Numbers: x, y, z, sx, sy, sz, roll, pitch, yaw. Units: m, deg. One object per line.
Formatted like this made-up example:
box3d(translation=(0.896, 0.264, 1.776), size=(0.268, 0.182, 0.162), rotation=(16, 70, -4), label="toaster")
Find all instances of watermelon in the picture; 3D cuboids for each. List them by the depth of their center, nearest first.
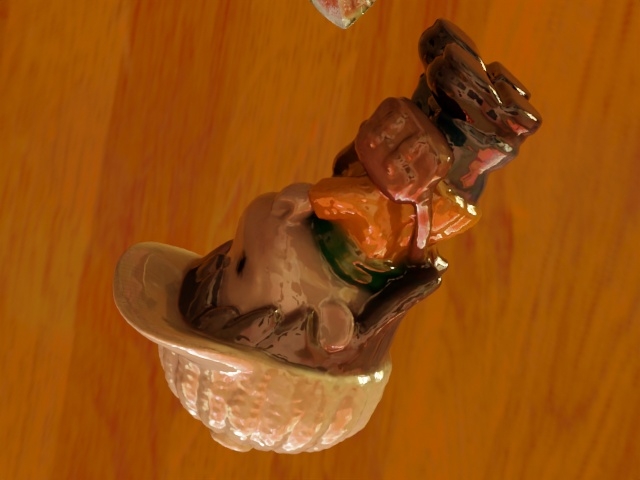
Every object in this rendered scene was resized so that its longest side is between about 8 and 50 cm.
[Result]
box3d(translation=(0.009, -0.219, 1.516), size=(0.085, 0.061, 0.085), rotation=(-1, 82, 9), label="watermelon")

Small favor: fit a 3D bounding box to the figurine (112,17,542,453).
box3d(translation=(0.026, 0.015, 1.339), size=(0.332, 0.185, 0.204), rotation=(-34, 108, 10), label="figurine")
